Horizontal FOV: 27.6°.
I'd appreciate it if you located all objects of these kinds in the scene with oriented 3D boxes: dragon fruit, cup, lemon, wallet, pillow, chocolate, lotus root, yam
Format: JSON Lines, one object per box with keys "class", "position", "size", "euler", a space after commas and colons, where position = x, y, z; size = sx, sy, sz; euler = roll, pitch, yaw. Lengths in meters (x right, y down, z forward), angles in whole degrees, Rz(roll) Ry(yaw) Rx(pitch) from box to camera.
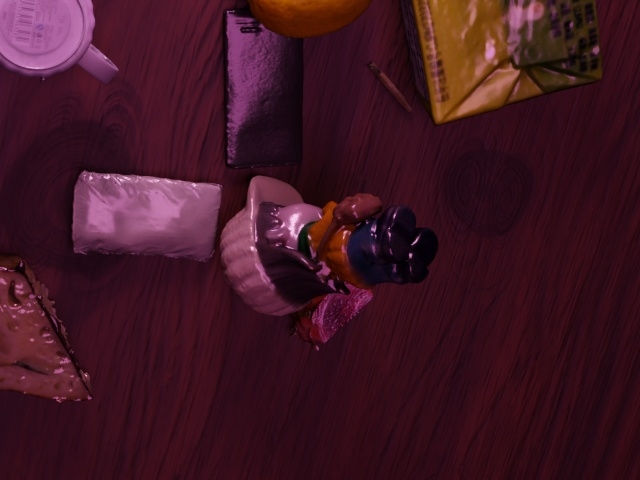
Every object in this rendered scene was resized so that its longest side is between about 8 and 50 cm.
{"class": "dragon fruit", "position": [0.003, 0.088, 2.053], "size": [0.147, 0.102, 0.096], "euler": [-42, 124, -12]}
{"class": "cup", "position": [-0.360, -0.303, 1.732], "size": [0.221, 0.202, 0.167], "euler": [10, 107, -21]}
{"class": "lemon", "position": [-0.019, -0.372, 1.848], "size": [0.207, 0.170, 0.170], "euler": [-18, 113, -12]}
{"class": "wallet", "position": [-0.084, -0.227, 1.952], "size": [0.124, 0.025, 0.244], "euler": [-6, 109, -18]}
{"class": "pillow", "position": [-0.258, -0.034, 1.945], "size": [0.229, 0.051, 0.128], "euler": [5, 109, -23]}
{"class": "chocolate", "position": [0.258, -0.357, 1.966], "size": [0.288, 0.137, 0.301], "euler": [-17, 112, -13]}
{"class": "lotus root", "position": [-0.454, 0.145, 1.927], "size": [0.170, 0.074, 0.261], "euler": [-20, 115, -11]}
{"class": "yam", "position": [0.109, -0.237, 2.021], "size": [0.014, 0.014, 0.107], "euler": [-44, 116, 0]}

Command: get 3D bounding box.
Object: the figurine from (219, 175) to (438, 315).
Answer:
{"class": "figurine", "position": [-0.006, 0.025, 1.906], "size": [0.185, 0.332, 0.204], "euler": [45, 70, -40]}
